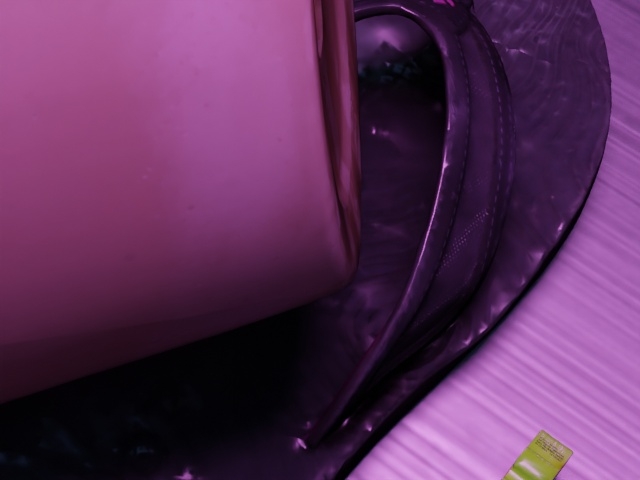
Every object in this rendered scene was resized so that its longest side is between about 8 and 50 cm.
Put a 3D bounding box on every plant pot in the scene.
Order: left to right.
[{"bbox_3d":[-0.133,-0.072,0.467,0.280,0.323,0.323,-4,60,5],"label":"plant pot"}]

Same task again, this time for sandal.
[{"bbox_3d":[0.001,0.002,0.593,0.167,0.107,0.446,29,63,12],"label":"sandal"}]

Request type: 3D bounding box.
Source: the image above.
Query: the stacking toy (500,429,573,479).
[{"bbox_3d":[0.097,0.197,0.527,0.167,0.052,0.221,34,61,12],"label":"stacking toy"}]
